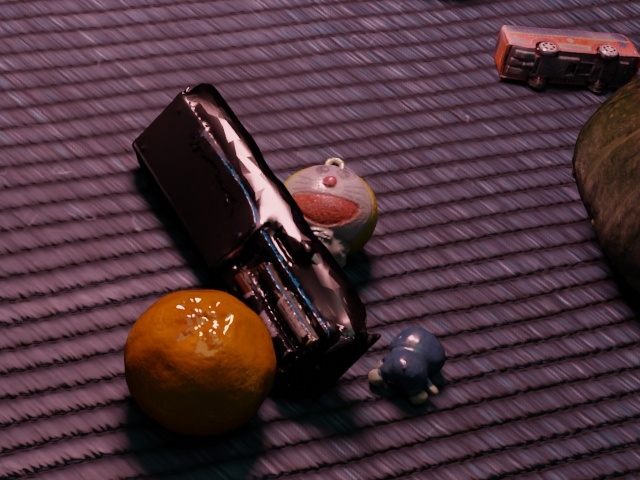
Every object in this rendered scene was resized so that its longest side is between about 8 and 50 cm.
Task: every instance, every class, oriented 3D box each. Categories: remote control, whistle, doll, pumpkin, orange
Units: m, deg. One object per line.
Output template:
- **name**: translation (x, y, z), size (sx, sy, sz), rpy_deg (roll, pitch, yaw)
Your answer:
- **remote control**: translation (-0.087, -0.005, 1.602), size (0.062, 0.144, 0.398), rpy_deg (18, 31, -56)
- **whistle**: translation (0.000, 0.000, 1.634), size (0.123, 0.123, 0.223), rpy_deg (13, 63, -3)
- **doll**: translation (0.104, 0.134, 1.582), size (0.076, 0.050, 0.083), rpy_deg (30, 47, 6)
- **pumpkin**: translation (0.467, -0.062, 1.710), size (0.292, 0.257, 0.327), rpy_deg (-15, 60, -34)
- **orange**: translation (-0.121, 0.119, 1.476), size (0.159, 0.136, 0.159), rpy_deg (4, 49, -5)

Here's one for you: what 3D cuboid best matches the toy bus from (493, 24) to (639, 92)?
- **toy bus**: translation (0.333, -0.250, 1.962), size (0.192, 0.065, 0.077), rpy_deg (2, 42, -13)
